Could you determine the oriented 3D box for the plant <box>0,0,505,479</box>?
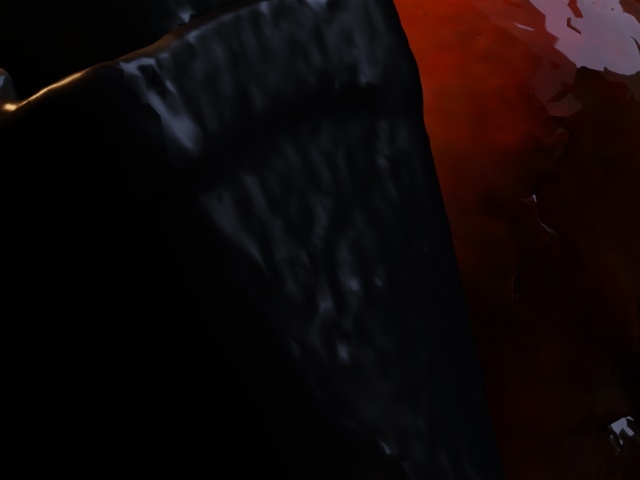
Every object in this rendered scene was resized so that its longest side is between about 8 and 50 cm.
[{"bbox_3d":[-0.050,-0.002,0.520,0.164,0.141,0.256,-22,86,-55],"label":"plant"}]

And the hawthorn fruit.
[{"bbox_3d":[0.000,0.000,0.724,0.307,0.276,0.276,21,-6,16],"label":"hawthorn fruit"}]
